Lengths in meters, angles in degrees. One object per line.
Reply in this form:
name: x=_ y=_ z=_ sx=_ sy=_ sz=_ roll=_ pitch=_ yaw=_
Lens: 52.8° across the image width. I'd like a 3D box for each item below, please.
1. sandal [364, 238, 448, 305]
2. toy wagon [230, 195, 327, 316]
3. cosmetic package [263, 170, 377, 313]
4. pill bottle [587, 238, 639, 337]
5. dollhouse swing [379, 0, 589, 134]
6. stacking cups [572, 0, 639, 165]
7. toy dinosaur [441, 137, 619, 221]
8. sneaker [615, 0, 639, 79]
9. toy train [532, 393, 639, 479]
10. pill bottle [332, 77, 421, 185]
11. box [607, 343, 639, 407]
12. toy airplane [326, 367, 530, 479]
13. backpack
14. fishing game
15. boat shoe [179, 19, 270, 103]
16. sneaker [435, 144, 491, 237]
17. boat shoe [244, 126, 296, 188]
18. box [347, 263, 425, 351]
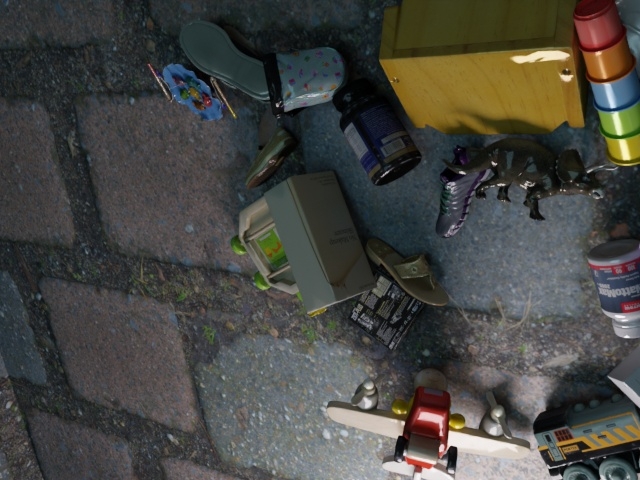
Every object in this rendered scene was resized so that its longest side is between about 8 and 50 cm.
sandal: x=0.213 y=0.057 z=1.530 sx=0.240 sy=0.088 sz=0.079 roll=38 pitch=132 yaw=18
toy wagon: x=-0.083 y=0.043 z=1.721 sx=0.267 sy=0.068 sz=0.344 roll=-30 pitch=95 yaw=38
cosmetic package: x=0.000 y=0.000 z=1.543 sx=0.113 sy=0.160 sz=0.309 roll=-27 pitch=82 yaw=44
pill bottle: x=0.610 y=0.097 z=1.288 sx=0.108 sy=0.108 sz=0.180 roll=-12 pitch=105 yaw=35
dollhouse swing: x=0.335 y=-0.420 z=1.250 sx=0.347 sy=0.304 sz=0.315 roll=4 pitch=155 yaw=30
stacking cups: x=0.509 y=-0.275 z=1.104 sx=0.096 sy=0.096 sz=0.316 roll=-5 pitch=136 yaw=33
toy dinosaur: x=0.409 y=-0.141 z=1.299 sx=0.314 sy=0.121 sz=0.160 roll=23 pitch=115 yaw=14
sneaker: x=0.518 y=-0.412 z=1.109 sx=0.292 sy=0.108 sz=0.169 roll=51 pitch=125 yaw=0
toy train: x=0.636 y=0.440 z=1.420 sx=0.334 sy=0.142 sz=0.190 roll=-31 pitch=84 yaw=37
pill bottle: x=0.118 y=-0.240 z=1.418 sx=0.123 sy=0.123 sz=0.219 roll=-37 pitch=77 yaw=38
box: x=0.688 y=0.261 z=1.276 sx=0.170 sy=0.091 sz=0.130 roll=-44 pitch=84 yaw=2
toy airplane: x=0.266 y=0.459 z=1.609 sx=0.386 sy=0.272 sz=0.384 roll=31 pitch=147 yaw=-29
backpack: x=-0.029 y=-0.359 z=1.433 sx=0.182 sy=0.115 sz=0.151 roll=-10 pitch=96 yaw=-2
fishing game: x=-0.333 y=-0.370 z=1.648 sx=0.264 sy=0.041 sz=0.189 roll=22 pitch=154 yaw=31
boat shoe: x=-0.211 y=-0.425 z=1.565 sx=0.302 sy=0.091 sz=0.114 roll=41 pitch=99 yaw=13
sneaker: x=0.280 y=-0.108 z=1.393 sx=0.223 sy=0.098 sz=0.083 roll=-69 pitch=30 yaw=27
boat shoe: x=-0.138 y=-0.213 z=1.645 sx=0.190 sy=0.068 sz=0.072 roll=-43 pitch=74 yaw=28
box: x=0.173 y=0.159 z=1.607 sx=0.147 sy=0.077 sz=0.180 roll=35 pitch=125 yaw=15
